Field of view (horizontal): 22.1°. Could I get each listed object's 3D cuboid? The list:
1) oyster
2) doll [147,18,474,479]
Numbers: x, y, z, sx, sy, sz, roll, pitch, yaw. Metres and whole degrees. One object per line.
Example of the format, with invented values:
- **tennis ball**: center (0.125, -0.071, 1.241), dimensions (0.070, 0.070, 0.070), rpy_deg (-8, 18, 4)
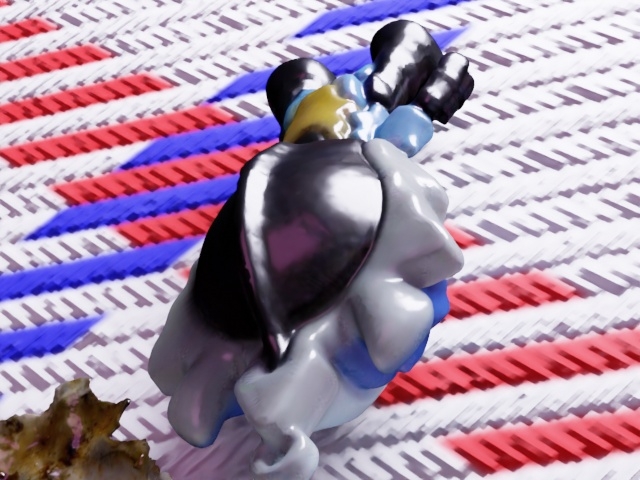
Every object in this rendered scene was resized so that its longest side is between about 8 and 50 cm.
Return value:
- **oyster**: center (-0.064, 0.088, 0.421), dimensions (0.086, 0.029, 0.132), rpy_deg (-31, 42, -1)
- **doll**: center (0.000, 0.000, 0.462), dimensions (0.096, 0.070, 0.195), rpy_deg (-24, 28, 23)
